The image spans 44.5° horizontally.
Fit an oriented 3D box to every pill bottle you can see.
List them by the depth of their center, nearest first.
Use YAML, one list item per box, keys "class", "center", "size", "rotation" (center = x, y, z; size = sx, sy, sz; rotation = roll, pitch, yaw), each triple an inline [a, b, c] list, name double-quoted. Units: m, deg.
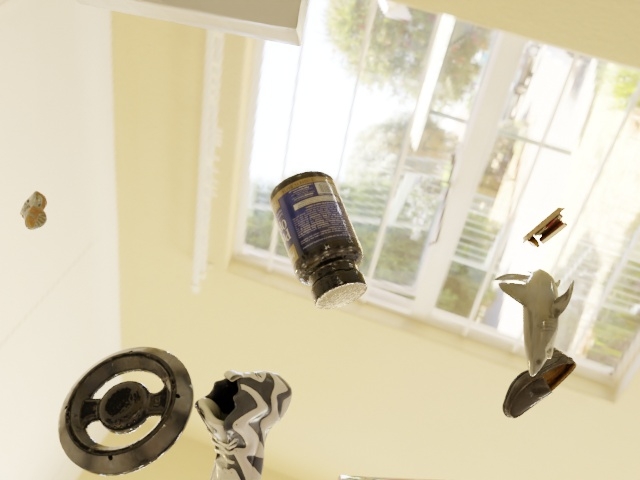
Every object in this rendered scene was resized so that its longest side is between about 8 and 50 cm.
- class: "pill bottle"
  center: [0.000, 0.000, 1.334]
  size: [0.122, 0.123, 0.219]
  rotation: [94, 158, -62]

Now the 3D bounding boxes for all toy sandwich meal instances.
- class: "toy sandwich meal"
  center: [0.327, -0.015, 1.128]
  size: [0.086, 0.029, 0.085]
  rotation: [-39, -9, -8]

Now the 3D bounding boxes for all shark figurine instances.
- class: "shark figurine"
  center: [0.371, 0.093, 1.411]
  size: [0.278, 0.116, 0.166]
  rotation: [-72, -4, -61]

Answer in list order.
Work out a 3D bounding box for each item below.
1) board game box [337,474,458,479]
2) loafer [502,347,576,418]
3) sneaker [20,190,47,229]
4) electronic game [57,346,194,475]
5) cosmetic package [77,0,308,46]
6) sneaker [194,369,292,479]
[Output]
- class: "board game box"
  center: [0.201, 0.529, 1.044]
  size: [0.356, 0.357, 0.356]
  rotation: [108, 166, -82]
- class: "loafer"
  center: [0.412, 0.273, 1.481]
  size: [0.170, 0.062, 0.061]
  rotation: [-46, 26, -13]
- class: "sneaker"
  center: [-0.431, -0.037, 1.170]
  size: [0.037, 0.032, 0.083]
  rotation: [-35, 34, 16]
- class: "electronic game"
  center: [-0.316, 0.272, 1.273]
  size: [0.048, 0.229, 0.229]
  rotation: [72, -147, -48]
- class: "cosmetic package"
  center: [-0.133, -0.251, 0.778]
  size: [0.099, 0.239, 0.060]
  rotation: [-83, 4, -83]
- class: "sneaker"
  center: [-0.150, 0.302, 1.199]
  size: [0.153, 0.094, 0.234]
  rotation: [28, -89, -44]
